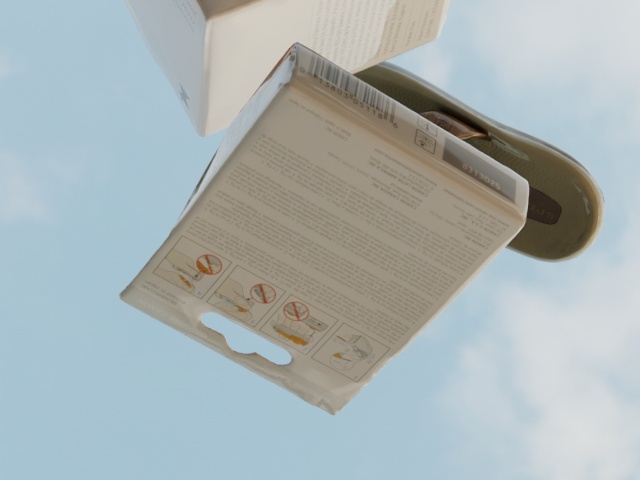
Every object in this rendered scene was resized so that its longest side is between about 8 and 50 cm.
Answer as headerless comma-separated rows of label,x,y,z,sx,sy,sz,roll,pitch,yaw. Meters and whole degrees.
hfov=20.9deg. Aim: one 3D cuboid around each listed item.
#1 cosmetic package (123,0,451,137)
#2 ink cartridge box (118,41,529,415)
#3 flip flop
cosmetic package,-0.027,-0.189,1.085,0.183,0.151,0.151,-25,-109,-16
ink cartridge box,0.000,0.000,0.904,0.145,0.045,0.179,30,-49,-15
flip flop,0.072,-0.050,1.269,0.277,0.080,0.112,24,-57,5
